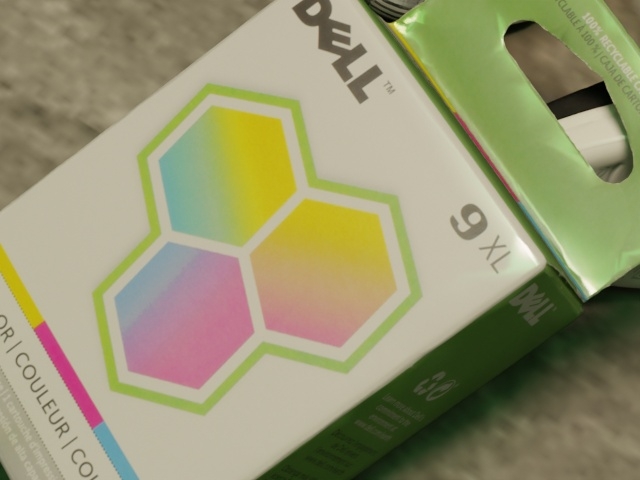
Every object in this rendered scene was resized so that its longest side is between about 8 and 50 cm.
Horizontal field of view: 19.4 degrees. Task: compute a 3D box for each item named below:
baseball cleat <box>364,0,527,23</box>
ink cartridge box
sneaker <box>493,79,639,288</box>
[{"bbox_3d":[0.066,-0.150,0.647,0.109,0.072,0.206,30,67,-6],"label":"baseball cleat"},{"bbox_3d":[0.000,0.000,0.521,0.209,0.062,0.109,-36,68,6],"label":"ink cartridge box"},{"bbox_3d":[0.148,-0.061,0.603,0.217,0.079,0.121,-10,50,-3],"label":"sneaker"}]
